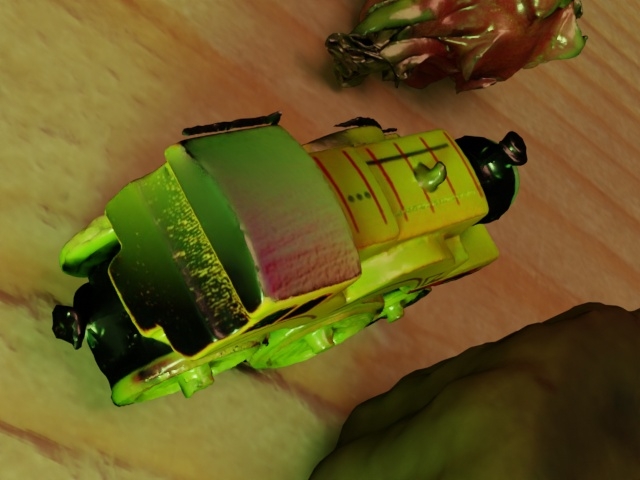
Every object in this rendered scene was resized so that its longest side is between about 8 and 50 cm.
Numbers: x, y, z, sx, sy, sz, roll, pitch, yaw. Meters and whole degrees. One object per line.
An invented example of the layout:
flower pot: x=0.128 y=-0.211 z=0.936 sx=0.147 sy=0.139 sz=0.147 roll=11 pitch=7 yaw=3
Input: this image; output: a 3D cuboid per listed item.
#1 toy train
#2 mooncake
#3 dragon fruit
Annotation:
toy train: x=0.000 y=0.000 z=0.704 sx=0.296 sy=0.160 sz=0.100 roll=-16 pitch=75 yaw=-51
mooncake: x=0.126 y=0.203 z=0.707 sx=0.324 sy=0.187 sz=0.324 roll=28 pitch=49 yaw=-38
dragon fruit: x=0.088 y=-0.170 z=0.928 sx=0.235 sy=0.135 sz=0.137 roll=-13 pitch=84 yaw=-33
